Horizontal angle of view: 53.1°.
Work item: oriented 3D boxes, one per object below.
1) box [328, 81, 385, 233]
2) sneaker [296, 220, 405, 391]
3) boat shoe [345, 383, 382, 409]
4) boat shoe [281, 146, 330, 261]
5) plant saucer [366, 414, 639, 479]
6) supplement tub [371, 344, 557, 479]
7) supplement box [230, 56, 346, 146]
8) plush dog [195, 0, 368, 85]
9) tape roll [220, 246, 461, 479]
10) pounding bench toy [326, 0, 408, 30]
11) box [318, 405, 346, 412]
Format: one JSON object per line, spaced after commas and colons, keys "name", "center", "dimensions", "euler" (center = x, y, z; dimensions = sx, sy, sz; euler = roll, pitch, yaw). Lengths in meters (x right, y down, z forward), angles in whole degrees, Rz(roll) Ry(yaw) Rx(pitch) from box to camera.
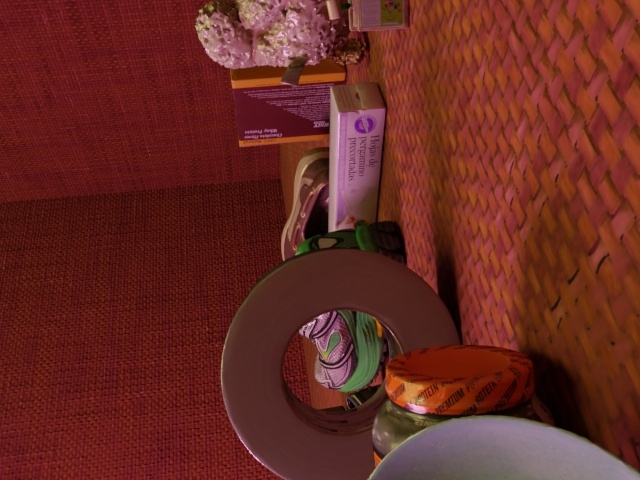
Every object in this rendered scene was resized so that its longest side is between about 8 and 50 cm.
{"name": "box", "center": [0.046, -0.068, 0.917], "dimensions": [0.067, 0.063, 0.324], "euler": [-103, 10, -45]}
{"name": "sneaker", "center": [0.017, 0.099, 0.901], "dimensions": [0.343, 0.146, 0.134], "euler": [95, 170, -47]}
{"name": "boat shoe", "center": [0.080, 0.290, 0.912], "dimensions": [0.206, 0.065, 0.075], "euler": [-105, 10, -59]}
{"name": "boat shoe", "center": [0.000, 0.000, 1.186], "dimensions": [0.123, 0.123, 0.342], "euler": [-106, 20, -48]}
{"name": "plant saucer", "center": [0.101, 0.180, 0.309], "dimensions": [0.037, 0.195, 0.194], "euler": [3, -101, -54]}
{"name": "supplement tub", "center": [0.095, 0.170, 0.409], "dimensions": [0.117, 0.117, 0.190], "euler": [-145, 50, -82]}
{"name": "supplement box", "center": [-0.064, -0.282, 1.157], "dimensions": [0.194, 0.191, 0.129], "euler": [95, 168, -65]}
{"name": "plush dog", "center": [-0.033, -0.359, 0.855], "dimensions": [0.211, 0.262, 0.225], "euler": [34, 150, 38]}
{"name": "tape roll", "center": [0.018, 0.116, 0.603], "dimensions": [0.072, 0.219, 0.219], "euler": [180, 84, -84]}
{"name": "pounding bench toy", "center": [0.044, -0.246, 0.670], "dimensions": [0.065, 0.083, 0.052], "euler": [-114, 19, -70]}
{"name": "box", "center": [0.011, 0.468, 1.373], "dimensions": [0.270, 0.143, 0.165], "euler": [158, 105, -83]}
